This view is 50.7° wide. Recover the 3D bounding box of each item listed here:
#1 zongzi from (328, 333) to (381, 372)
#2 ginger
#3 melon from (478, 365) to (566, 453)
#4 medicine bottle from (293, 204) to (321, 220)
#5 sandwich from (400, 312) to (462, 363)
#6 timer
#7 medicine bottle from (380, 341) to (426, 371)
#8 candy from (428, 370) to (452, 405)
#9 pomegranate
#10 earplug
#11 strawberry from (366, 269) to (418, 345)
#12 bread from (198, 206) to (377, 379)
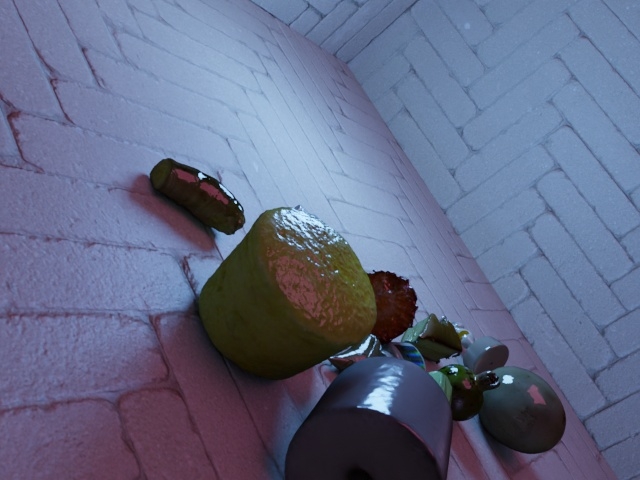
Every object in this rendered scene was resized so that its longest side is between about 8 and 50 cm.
[{"bbox_3d":[0.090,0.292,1.855,0.178,0.081,0.189,35,38,-24],"label":"zongzi"},{"bbox_3d":[-0.301,-0.113,1.705,0.263,0.116,0.109,33,-12,-29],"label":"ginger"},{"bbox_3d":[0.687,0.584,2.341,0.330,0.268,0.268,45,22,-2],"label":"melon"},{"bbox_3d":[0.000,0.000,2.130,0.260,0.095,0.095,44,23,-16],"label":"medicine bottle"},{"bbox_3d":[0.365,0.328,2.299,0.236,0.122,0.128,29,33,-43],"label":"sandwich"},{"bbox_3d":[0.581,0.397,2.631,0.175,0.175,0.266,30,12,-42],"label":"timer"},{"bbox_3d":[0.229,0.366,2.028,0.229,0.083,0.121,15,44,-55],"label":"medicine bottle"},{"bbox_3d":[0.303,0.495,1.911,0.142,0.132,0.343,50,23,2],"label":"candy"},{"bbox_3d":[0.462,0.484,2.156,0.179,0.211,0.179,1,90,-81],"label":"pomegranate"},{"bbox_3d":[0.130,0.424,1.456,0.312,0.313,0.394,52,20,1],"label":"earplug"},{"bbox_3d":[0.204,0.221,2.066,0.233,0.234,0.178,63,10,26],"label":"strawberry"},{"bbox_3d":[-0.083,0.124,1.493,0.348,0.308,0.348,37,33,-29],"label":"bread"}]
